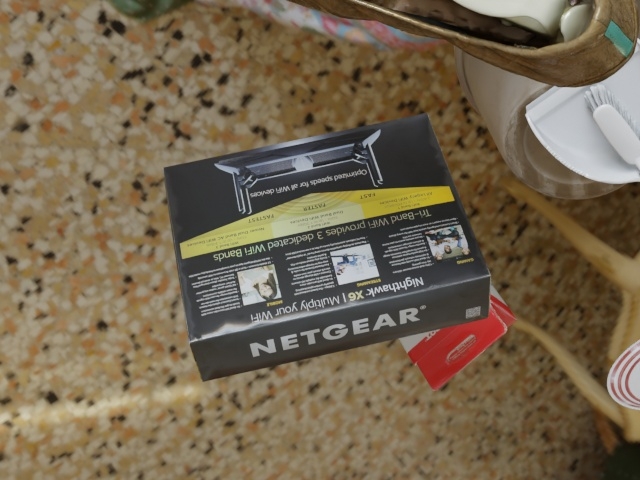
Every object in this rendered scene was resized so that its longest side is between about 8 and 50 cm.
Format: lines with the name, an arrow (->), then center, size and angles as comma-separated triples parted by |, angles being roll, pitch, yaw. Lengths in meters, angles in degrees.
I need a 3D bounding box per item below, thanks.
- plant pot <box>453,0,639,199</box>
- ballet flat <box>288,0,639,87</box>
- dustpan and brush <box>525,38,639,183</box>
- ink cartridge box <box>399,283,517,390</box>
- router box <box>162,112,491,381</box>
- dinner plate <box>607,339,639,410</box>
plant pot -> 0.335, -0.210, 1.398 | 0.323, 0.280, 0.323 | 5, 131, 6
ballet flat -> 0.060, -0.200, 0.744 | 0.116, 0.343, 0.124 | -65, 164, 8
dustpan and brush -> 0.343, -0.098, 1.144 | 0.147, 0.060, 0.211 | -35, 115, 20
ink cartridge box -> 0.166, 0.090, 1.407 | 0.134, 0.231, 0.078 | -43, 137, 15
router box -> 0.000, 0.000, 1.118 | 0.309, 0.242, 0.081 | -12, 141, -3
dinner plate -> 0.354, 0.126, 1.035 | 0.141, 0.141, 0.017 | -36, 110, -13
